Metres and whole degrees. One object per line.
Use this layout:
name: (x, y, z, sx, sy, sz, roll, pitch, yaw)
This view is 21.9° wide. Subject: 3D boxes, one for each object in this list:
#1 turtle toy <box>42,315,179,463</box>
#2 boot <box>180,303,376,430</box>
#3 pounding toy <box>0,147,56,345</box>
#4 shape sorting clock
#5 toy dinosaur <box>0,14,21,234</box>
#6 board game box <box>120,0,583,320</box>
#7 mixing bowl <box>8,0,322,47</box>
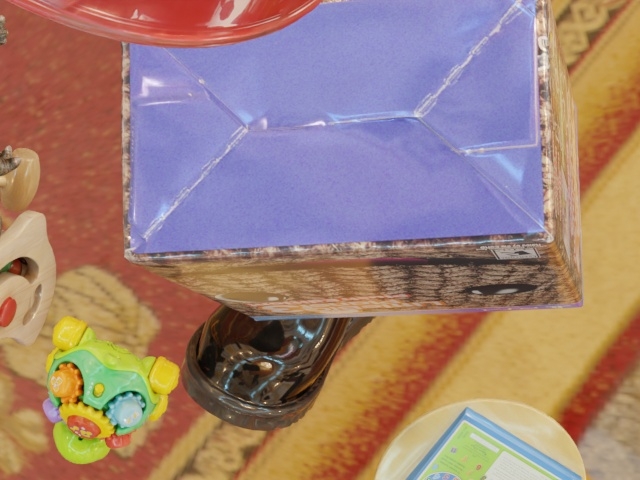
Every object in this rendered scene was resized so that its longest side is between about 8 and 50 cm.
turtle toy: (-0.160, 0.115, 1.184, 0.095, 0.130, 0.066, 24, 57, -2)
boot: (-0.003, -0.002, 1.571, 0.131, 0.348, 0.260, 26, 124, 10)
pounding toy: (-0.350, 0.031, 1.563, 0.155, 0.269, 0.154, 19, 125, 14)
shape sorting clock: (0.151, 0.240, 1.584, 0.206, 0.040, 0.206, -2, 111, -6)
toy dinosaur: (-0.356, -0.125, 1.463, 0.160, 0.121, 0.314, -3, 85, -45)
board game box: (0.034, -0.040, 1.000, 0.232, 0.291, 0.141, -3, 81, 12)
mixing bowl: (-0.039, -0.150, 0.423, 0.181, 0.098, 0.181, 17, 55, -27)
